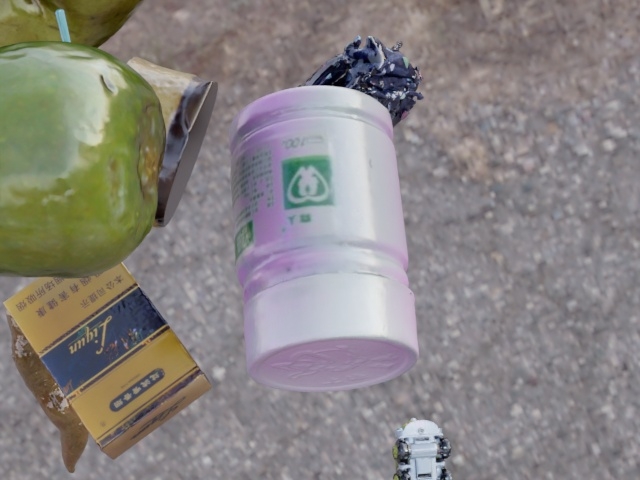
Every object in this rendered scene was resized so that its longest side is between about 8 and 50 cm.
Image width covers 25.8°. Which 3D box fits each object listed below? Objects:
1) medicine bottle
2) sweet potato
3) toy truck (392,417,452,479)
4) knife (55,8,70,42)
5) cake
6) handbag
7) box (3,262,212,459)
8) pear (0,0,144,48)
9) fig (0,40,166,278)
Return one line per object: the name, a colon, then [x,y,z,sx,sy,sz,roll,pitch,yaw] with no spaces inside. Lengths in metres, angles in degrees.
medicine bottle: [0.000,0.000,1.686,0.212,0.212,0.325,-13,67,18]
sweet potato: [-0.387,0.220,2.027,0.067,0.281,0.059,-23,20,-6]
toy truck: [0.125,0.286,1.806,0.076,0.111,0.077,0,-8,-14]
knife: [-0.221,-0.158,1.229,0.005,0.091,0.014,-6,12,25]
cake: [-0.230,-0.127,1.624,0.178,0.208,0.185,23,24,-1]
handbag: [0.021,-0.164,1.885,0.260,0.162,0.113,-43,67,33]
box: [-0.261,0.128,1.711,0.152,0.070,0.237,-35,66,-7]
pear: [-0.282,-0.329,1.335,0.304,0.304,0.304,-17,39,14]
fig: [-0.214,-0.058,0.950,0.233,0.167,0.167,6,28,-27]
